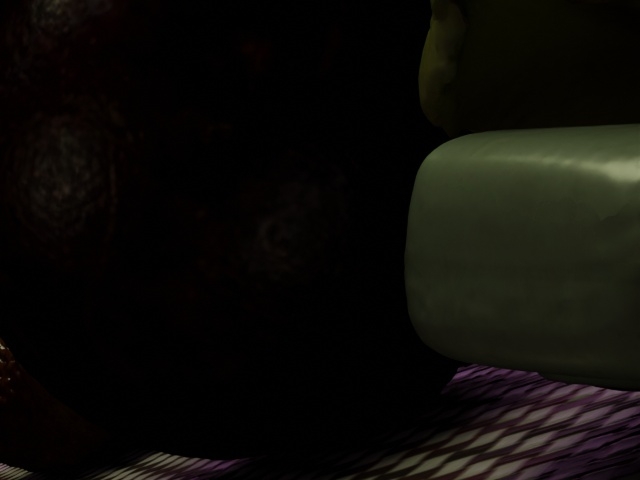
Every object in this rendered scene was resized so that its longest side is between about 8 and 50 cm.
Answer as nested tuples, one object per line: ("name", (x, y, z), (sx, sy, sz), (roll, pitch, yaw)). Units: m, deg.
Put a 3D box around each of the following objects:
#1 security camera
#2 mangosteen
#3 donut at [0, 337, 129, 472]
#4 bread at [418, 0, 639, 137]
("security camera", (0.150, 0.001, 0.466), (0.157, 0.080, 0.301), (-4, 1, -34))
("mangosteen", (-0.024, -0.058, 0.802), (0.297, 0.293, 0.297), (-26, -10, -5))
("donut", (-0.140, 0.080, 1.087), (0.187, 0.144, 0.126), (19, 35, 36))
("bread", (0.205, -0.069, 0.656), (0.233, 0.245, 0.361), (-18, 19, 40))
